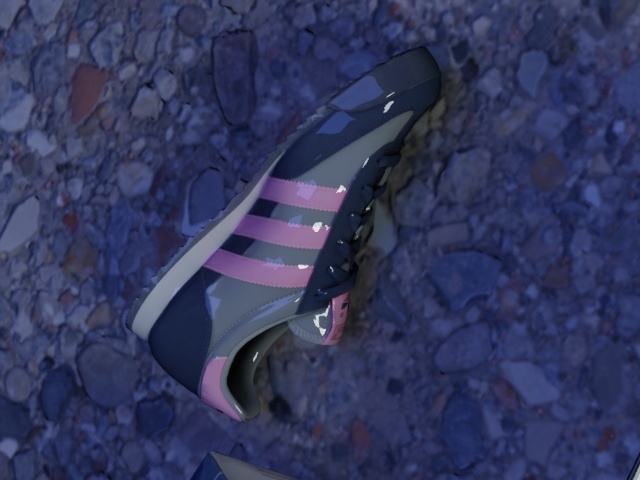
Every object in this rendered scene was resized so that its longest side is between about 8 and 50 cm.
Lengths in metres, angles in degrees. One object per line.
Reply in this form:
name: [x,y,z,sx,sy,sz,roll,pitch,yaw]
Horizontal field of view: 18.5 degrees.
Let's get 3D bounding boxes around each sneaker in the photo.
sneaker: [0.000,0.000,1.450,0.131,0.112,0.319,49,113,13]

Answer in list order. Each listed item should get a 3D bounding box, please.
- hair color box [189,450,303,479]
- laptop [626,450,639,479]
hair color box: [0.028,0.295,1.264,0.105,0.174,0.347,-56,38,15]
laptop: [0.383,0.219,1.050,0.408,0.236,0.382,29,100,35]
